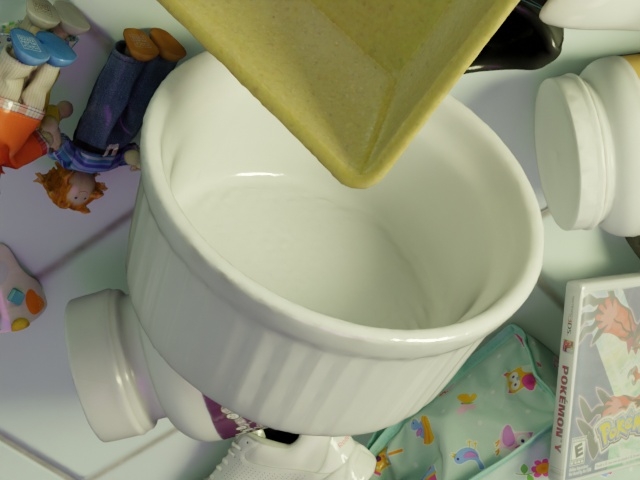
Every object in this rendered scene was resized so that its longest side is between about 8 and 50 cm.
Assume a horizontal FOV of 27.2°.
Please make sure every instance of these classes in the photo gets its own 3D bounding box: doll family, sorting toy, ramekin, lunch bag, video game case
[{"bbox_3d":[-0.181,-0.088,0.980,0.263,0.118,0.163,7,128,-43],"label":"doll family"},{"bbox_3d":[-0.282,0.040,1.118,0.083,0.045,0.075,-12,116,-1],"label":"sorting toy"},{"bbox_3d":[0.000,0.000,0.906,0.277,0.277,0.135,7,136,-19],"label":"ramekin"},{"bbox_3d":[0.175,0.242,1.330,0.262,0.160,0.223,-41,129,17],"label":"lunch bag"},{"bbox_3d":[0.291,0.119,1.218,0.201,0.023,0.183,-4,103,-38],"label":"video game case"}]

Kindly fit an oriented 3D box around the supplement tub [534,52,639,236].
[{"bbox_3d":[0.283,-0.081,1.049,0.200,0.144,0.144,-8,135,-6],"label":"supplement tub"}]

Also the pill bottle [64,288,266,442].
[{"bbox_3d":[-0.050,0.072,1.104,0.302,0.169,0.169,-15,135,2],"label":"pill bottle"}]

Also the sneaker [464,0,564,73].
[{"bbox_3d":[0.051,-0.176,0.933,0.267,0.106,0.101,3,134,-14],"label":"sneaker"}]

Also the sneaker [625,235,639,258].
[{"bbox_3d":[0.381,-0.004,1.199,0.228,0.130,0.087,23,135,4],"label":"sneaker"}]

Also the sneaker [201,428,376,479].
[{"bbox_3d":[-0.061,0.217,1.315,0.232,0.090,0.115,-24,103,27],"label":"sneaker"}]

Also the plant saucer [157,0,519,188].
[{"bbox_3d":[0.014,-0.257,0.762,0.333,0.333,0.081,-52,167,32],"label":"plant saucer"}]

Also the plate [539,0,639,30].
[{"bbox_3d":[0.307,-0.232,0.888,0.277,0.045,0.278,-6,143,-51],"label":"plate"}]
